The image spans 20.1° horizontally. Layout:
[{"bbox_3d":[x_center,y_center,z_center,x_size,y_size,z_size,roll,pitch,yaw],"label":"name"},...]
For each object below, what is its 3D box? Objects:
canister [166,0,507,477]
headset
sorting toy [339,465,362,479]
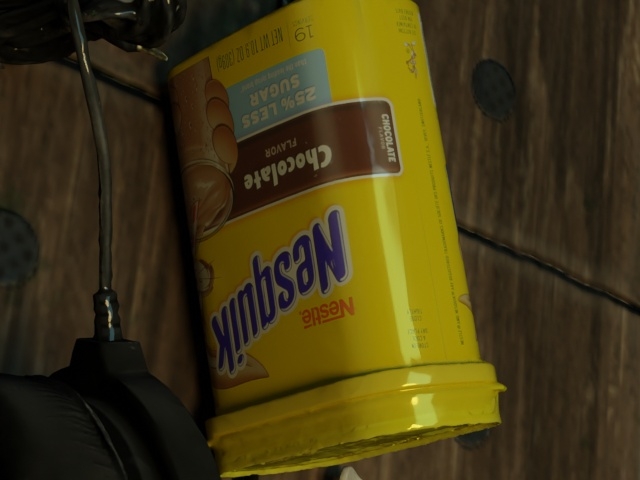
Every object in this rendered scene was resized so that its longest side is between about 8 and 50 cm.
[{"bbox_3d":[0.000,0.000,0.714,0.073,0.126,0.170,1,75,-41],"label":"canister"},{"bbox_3d":[-0.144,0.073,0.589,0.243,0.185,0.394,34,73,-34],"label":"headset"},{"bbox_3d":[0.027,0.135,0.756,0.083,0.045,0.075,24,56,-34],"label":"sorting toy"}]
